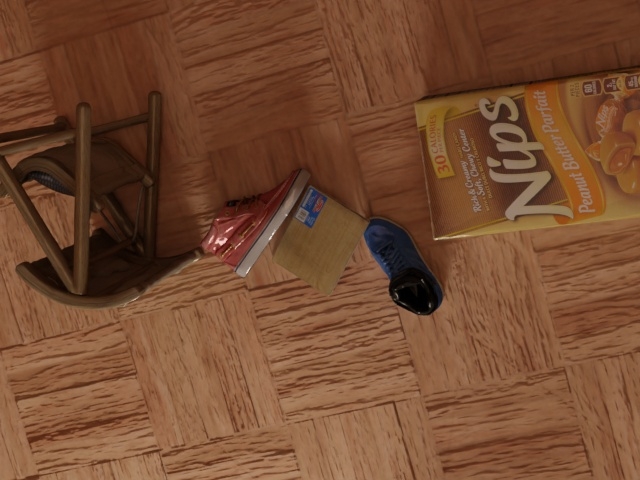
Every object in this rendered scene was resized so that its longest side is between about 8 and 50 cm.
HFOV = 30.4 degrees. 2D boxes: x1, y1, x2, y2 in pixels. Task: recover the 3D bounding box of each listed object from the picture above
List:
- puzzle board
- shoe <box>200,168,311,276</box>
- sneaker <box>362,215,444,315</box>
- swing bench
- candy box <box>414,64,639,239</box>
[{"bbox_3d":[0.000,0.000,1.605,0.096,0.011,0.128,33,115,11],"label":"puzzle board"},{"bbox_3d":[-0.090,-0.039,1.600,0.081,0.063,0.178,35,110,-1],"label":"shoe"},{"bbox_3d":[0.106,0.035,1.561,0.058,0.084,0.152,-35,91,16],"label":"sneaker"},{"bbox_3d":[-0.293,-0.049,1.544,0.165,0.253,0.255,-12,97,14],"label":"swing bench"},{"bbox_3d":[0.290,-0.112,1.493,0.316,0.087,0.183,-7,99,13],"label":"candy box"}]
